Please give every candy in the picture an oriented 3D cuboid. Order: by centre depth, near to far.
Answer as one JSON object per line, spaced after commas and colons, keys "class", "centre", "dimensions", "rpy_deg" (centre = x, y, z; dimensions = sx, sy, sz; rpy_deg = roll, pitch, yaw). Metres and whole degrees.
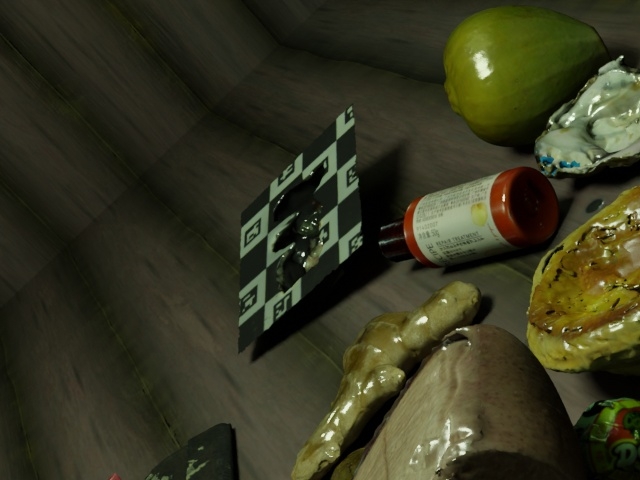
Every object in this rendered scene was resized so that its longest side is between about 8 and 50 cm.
{"class": "candy", "centre": [0.235, 0.197, 1.335], "dimensions": [0.091, 0.083, 0.305], "rpy_deg": [-5, -2, -23]}

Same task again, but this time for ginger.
{"class": "ginger", "centre": [0.070, 0.172, 1.677], "dimensions": [0.148, 0.081, 0.334], "rpy_deg": [15, 60, 48]}

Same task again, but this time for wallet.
{"class": "wallet", "centre": [-0.185, 0.364, 1.793], "dimensions": [0.170, 0.044, 0.321], "rpy_deg": [-41, 20, 9]}

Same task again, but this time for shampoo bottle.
{"class": "shampoo bottle", "centre": [0.187, -0.022, 1.800], "dimensions": [0.278, 0.104, 0.104], "rpy_deg": [-16, 33, 50]}

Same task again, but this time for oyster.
{"class": "oyster", "centre": [0.380, -0.141, 1.724], "dimensions": [0.214, 0.083, 0.223], "rpy_deg": [-42, 25, 12]}

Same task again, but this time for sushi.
{"class": "sushi", "centre": [0.000, 0.000, 2.138], "dimensions": [0.296, 0.100, 0.373], "rpy_deg": [-43, 29, 26]}

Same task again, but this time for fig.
{"class": "fig", "centre": [0.293, -0.242, 1.930], "dimensions": [0.230, 0.207, 0.207], "rpy_deg": [-17, 14, -17]}

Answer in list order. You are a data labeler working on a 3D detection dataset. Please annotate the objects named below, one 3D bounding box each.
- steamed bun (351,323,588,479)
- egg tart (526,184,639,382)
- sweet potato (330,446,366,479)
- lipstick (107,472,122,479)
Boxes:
{"class": "steamed bun", "centre": [0.139, 0.253, 1.206], "dimensions": [0.301, 0.199, 0.251], "rpy_deg": [-59, 8, 23]}
{"class": "egg tart", "centre": [0.344, 0.042, 1.375], "dimensions": [0.290, 0.115, 0.290], "rpy_deg": [-36, 19, 14]}
{"class": "sweet potato", "centre": [0.050, 0.327, 1.409], "dimensions": [0.286, 0.085, 0.112], "rpy_deg": [-89, 15, -49]}
{"class": "lipstick", "centre": [-0.357, 0.463, 1.905], "dimensions": [0.051, 0.051, 0.312], "rpy_deg": [-31, 20, 40]}
